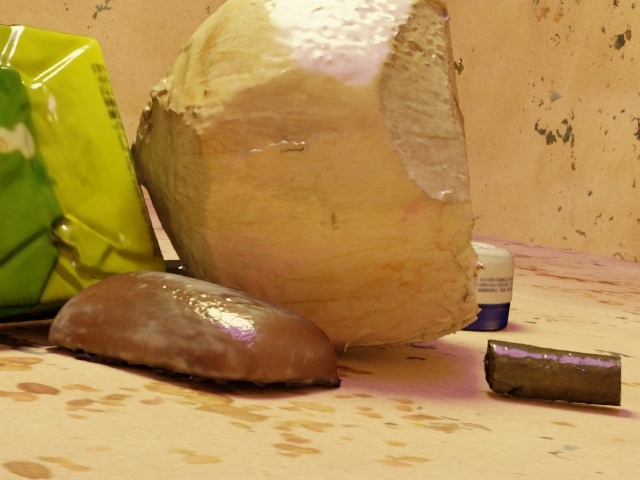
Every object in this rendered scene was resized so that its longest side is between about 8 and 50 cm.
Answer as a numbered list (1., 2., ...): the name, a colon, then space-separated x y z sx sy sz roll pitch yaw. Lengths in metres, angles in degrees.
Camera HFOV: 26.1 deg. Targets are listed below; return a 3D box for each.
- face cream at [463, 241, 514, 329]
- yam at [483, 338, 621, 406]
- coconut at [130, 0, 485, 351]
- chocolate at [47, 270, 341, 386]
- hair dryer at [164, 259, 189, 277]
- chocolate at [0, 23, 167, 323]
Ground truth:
1. face cream: 0.155 0.051 1.846 0.206 0.111 0.206 7 3 0
2. yam: 0.219 0.125 1.295 0.132 0.054 0.054 7 4 5
3. coconut: -0.021 -0.080 1.459 0.404 0.404 0.404 7 4 0
4. chocolate: -0.116 0.075 1.259 0.261 0.083 0.161 8 3 32
5. hair dryer: -0.144 0.046 1.769 0.251 0.089 0.197 -2 2 29
6. chocolate: -0.321 -0.060 1.352 0.137 0.301 0.289 -24 -13 34
